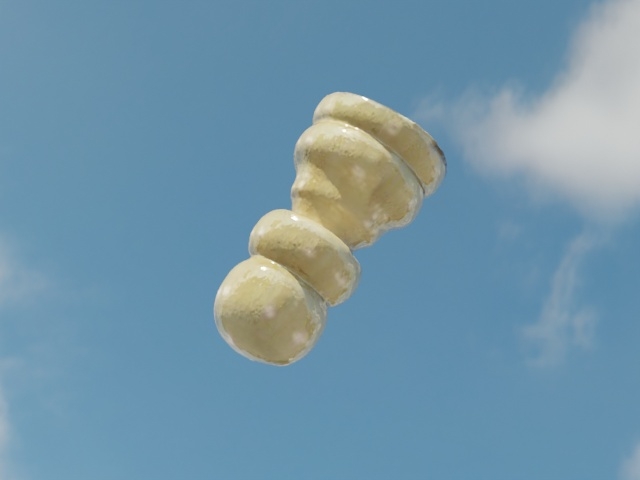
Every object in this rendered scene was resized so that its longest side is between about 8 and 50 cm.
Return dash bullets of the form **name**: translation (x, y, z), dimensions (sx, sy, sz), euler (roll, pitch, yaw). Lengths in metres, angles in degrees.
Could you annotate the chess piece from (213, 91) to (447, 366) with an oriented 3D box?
- **chess piece**: translation (0.000, 0.000, 1.089), dimensions (0.143, 0.260, 0.142), euler (28, -19, 11)
